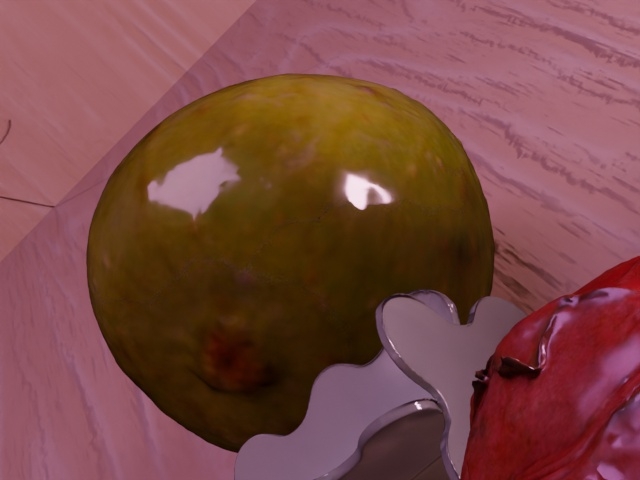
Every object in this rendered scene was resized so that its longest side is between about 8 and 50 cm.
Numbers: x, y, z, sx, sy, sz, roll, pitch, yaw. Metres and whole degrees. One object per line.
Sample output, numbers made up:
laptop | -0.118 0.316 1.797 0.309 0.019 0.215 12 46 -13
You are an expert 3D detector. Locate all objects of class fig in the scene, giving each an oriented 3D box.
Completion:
fig | 0.000 0.000 1.330 0.258 0.258 0.326 -33 4 35

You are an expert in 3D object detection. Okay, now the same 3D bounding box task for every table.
table | 0.037 0.142 1.090 0.198 0.166 0.166 -44 15 32

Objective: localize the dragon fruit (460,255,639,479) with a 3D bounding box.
dragon fruit | 0.158 0.113 0.736 0.241 0.241 0.252 -42 -10 11
